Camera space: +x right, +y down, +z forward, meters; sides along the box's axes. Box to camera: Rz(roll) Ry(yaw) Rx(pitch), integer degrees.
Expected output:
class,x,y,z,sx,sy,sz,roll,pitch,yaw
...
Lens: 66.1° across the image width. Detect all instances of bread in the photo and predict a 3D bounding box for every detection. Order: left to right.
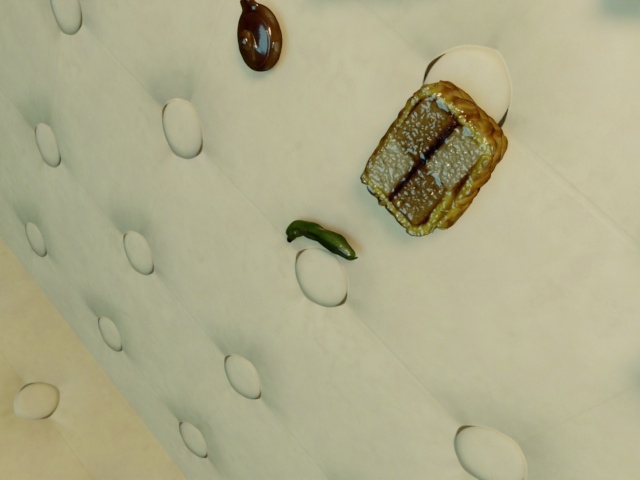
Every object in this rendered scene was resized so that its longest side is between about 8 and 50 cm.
class,x,y,z,sx,sy,sz,roll,pitch,yaw
bread,0.182,-0.127,0.789,0.181,0.096,0.222,44,129,14

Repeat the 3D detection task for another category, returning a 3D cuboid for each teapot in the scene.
class,x,y,z,sx,sy,sz,roll,pitch,yaw
teapot,-0.123,-0.384,0.923,0.098,0.078,0.129,10,116,35

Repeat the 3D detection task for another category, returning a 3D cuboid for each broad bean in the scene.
class,x,y,z,sx,sy,sz,roll,pitch,yaw
broad bean,-0.004,-0.007,1.024,0.195,0.046,0.061,13,129,39
